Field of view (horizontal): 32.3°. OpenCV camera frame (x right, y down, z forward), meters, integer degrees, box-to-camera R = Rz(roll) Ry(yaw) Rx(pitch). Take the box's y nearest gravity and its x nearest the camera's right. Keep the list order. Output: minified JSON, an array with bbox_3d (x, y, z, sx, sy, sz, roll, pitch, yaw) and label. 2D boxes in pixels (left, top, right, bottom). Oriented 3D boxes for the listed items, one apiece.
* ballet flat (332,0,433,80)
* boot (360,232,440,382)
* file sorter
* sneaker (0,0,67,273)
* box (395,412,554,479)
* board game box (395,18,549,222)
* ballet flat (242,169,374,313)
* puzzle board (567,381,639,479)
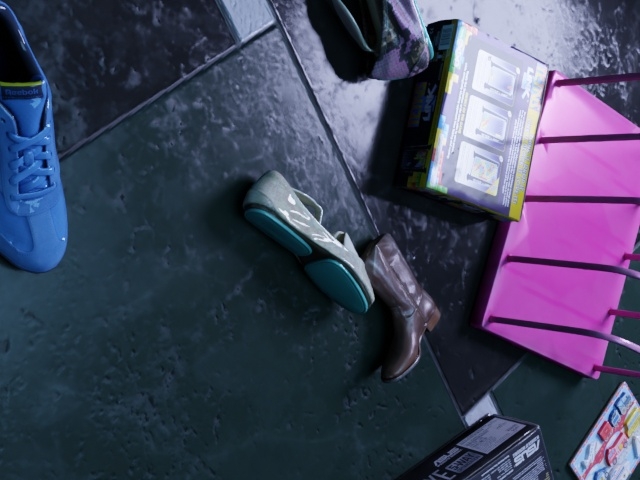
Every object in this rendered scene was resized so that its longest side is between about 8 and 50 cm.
[{"bbox_3d":[0.041,-0.251,1.006,0.079,0.077,0.222,-20,105,-15],"label":"ballet flat"},{"bbox_3d":[0.062,0.062,1.052,0.114,0.037,0.106,56,48,-29],"label":"boot"},{"bbox_3d":[0.324,-0.010,1.156,0.202,0.182,0.291,25,77,-36],"label":"file sorter"},{"bbox_3d":[-0.224,-0.073,0.803,0.069,0.082,0.209,-23,107,-36],"label":"sneaker"},{"bbox_3d":[0.123,0.351,1.088,0.307,0.076,0.243,-28,109,-32],"label":"box"},{"bbox_3d":[0.154,-0.117,1.106,0.141,0.048,0.170,18,81,-38],"label":"board game box"},{"bbox_3d":[0.000,0.000,0.993,0.168,0.057,0.052,45,57,-30],"label":"ballet flat"},{"bbox_3d":[0.344,0.244,1.291,0.128,0.011,0.096,-49,118,-24],"label":"puzzle board"}]
